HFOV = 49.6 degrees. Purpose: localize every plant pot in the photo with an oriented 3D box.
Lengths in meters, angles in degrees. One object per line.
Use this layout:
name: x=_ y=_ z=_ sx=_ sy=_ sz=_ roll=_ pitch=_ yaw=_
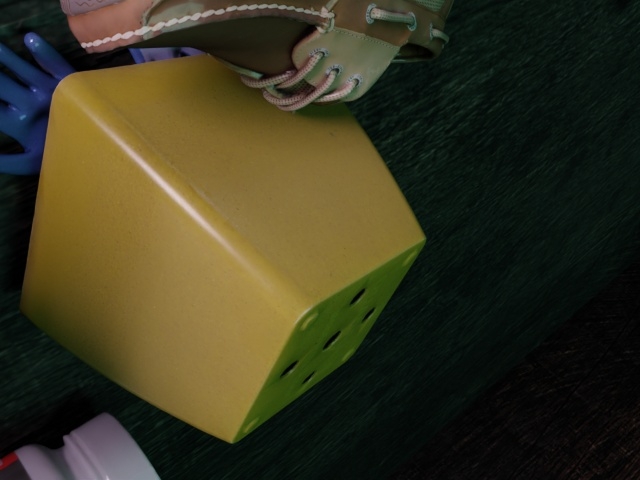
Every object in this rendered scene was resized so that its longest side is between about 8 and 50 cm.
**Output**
plant pot: x=-0.057 y=0.009 z=0.495 sx=0.212 sy=0.187 sz=0.212 roll=-26 pitch=151 yaw=-46

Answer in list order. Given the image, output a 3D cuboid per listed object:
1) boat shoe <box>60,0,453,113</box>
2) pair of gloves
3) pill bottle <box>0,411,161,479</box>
boat shoe: x=-0.001 y=-0.138 z=0.425 sx=0.324 sy=0.123 sz=0.116 roll=-27 pitch=115 yaw=-46
pair of gloves: x=-0.136 y=-0.110 z=0.445 sx=0.198 sy=0.023 sz=0.159 roll=-46 pitch=152 yaw=-1
pill bottle: x=-0.282 y=0.286 z=0.611 sx=0.283 sy=0.161 sz=0.161 roll=-31 pitch=149 yaw=-29
